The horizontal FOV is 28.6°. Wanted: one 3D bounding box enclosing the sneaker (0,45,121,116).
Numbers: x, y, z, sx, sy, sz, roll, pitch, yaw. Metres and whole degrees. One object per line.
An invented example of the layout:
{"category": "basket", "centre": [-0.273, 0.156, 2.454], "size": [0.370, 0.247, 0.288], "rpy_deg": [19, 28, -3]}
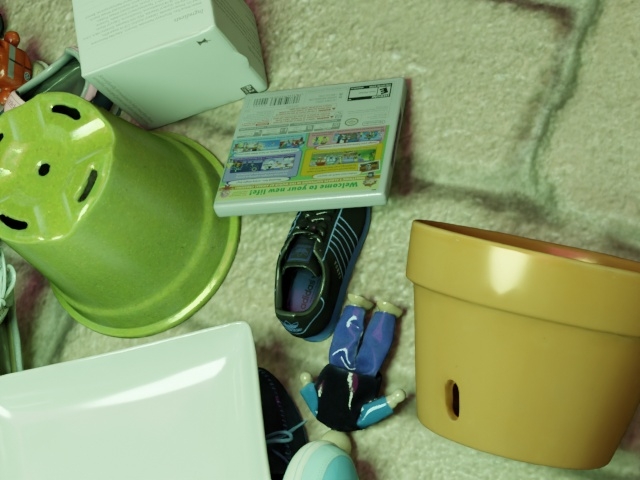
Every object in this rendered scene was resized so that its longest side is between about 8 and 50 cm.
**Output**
{"category": "sneaker", "centre": [-0.396, -0.125, 1.599], "size": [0.112, 0.131, 0.319], "rpy_deg": [37, 76, 21]}

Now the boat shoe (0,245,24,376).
{"category": "boat shoe", "centre": [-0.397, 0.109, 1.480], "size": [0.103, 0.320, 0.118], "rpy_deg": [24, 40, 18]}

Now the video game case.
{"category": "video game case", "centre": [-0.010, -0.112, 1.505], "size": [0.212, 0.023, 0.193], "rpy_deg": [-4, 49, 19]}

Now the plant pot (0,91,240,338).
{"category": "plant pot", "centre": [-0.268, -0.047, 1.487], "size": [0.276, 0.254, 0.276], "rpy_deg": [-6, 70, 17]}

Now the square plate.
{"category": "square plate", "centre": [-0.212, 0.285, 1.351], "size": [0.343, 0.049, 0.347], "rpy_deg": [-13, 64, 7]}

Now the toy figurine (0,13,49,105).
{"category": "toy figurine", "centre": [-0.489, -0.218, 1.688], "size": [0.213, 0.148, 0.209], "rpy_deg": [43, 96, 23]}

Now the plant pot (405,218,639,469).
{"category": "plant pot", "centre": [0.215, 0.105, 1.270], "size": [0.290, 0.291, 0.204], "rpy_deg": [13, 94, 23]}

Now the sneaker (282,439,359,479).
{"category": "sneaker", "centre": [0.069, 0.357, 1.279], "size": [0.208, 0.127, 0.319], "rpy_deg": [-15, 76, 40]}

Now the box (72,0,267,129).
{"category": "box", "centre": [-0.184, -0.245, 1.561], "size": [0.181, 0.181, 0.119], "rpy_deg": [-17, 68, 13]}

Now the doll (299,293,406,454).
{"category": "doll", "centre": [0.040, 0.160, 1.426], "size": [0.129, 0.046, 0.189], "rpy_deg": [13, 77, 24]}

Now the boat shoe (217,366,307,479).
{"category": "boat shoe", "centre": [-0.057, 0.260, 1.404], "size": [0.109, 0.089, 0.258], "rpy_deg": [-21, 67, 12]}

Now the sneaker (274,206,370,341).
{"category": "sneaker", "centre": [0.000, 0.000, 1.466], "size": [0.081, 0.090, 0.232], "rpy_deg": [4, 74, 22]}

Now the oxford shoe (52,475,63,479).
{"category": "oxford shoe", "centre": [-0.371, 0.310, 1.484], "size": [0.348, 0.123, 0.130], "rpy_deg": [-40, 59, 3]}
